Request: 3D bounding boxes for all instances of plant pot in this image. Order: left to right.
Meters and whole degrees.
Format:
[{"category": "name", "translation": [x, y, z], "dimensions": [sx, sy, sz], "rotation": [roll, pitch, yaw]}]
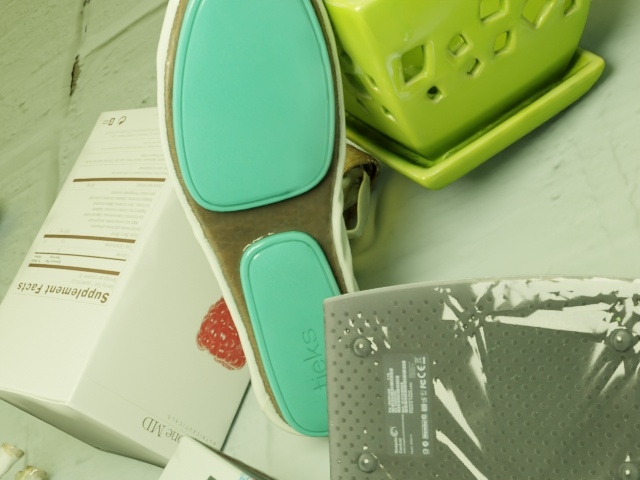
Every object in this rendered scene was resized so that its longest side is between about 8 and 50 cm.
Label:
[{"category": "plant pot", "translation": [0.088, -0.184, 0.900], "dimensions": [0.227, 0.207, 0.228], "rotation": [-34, 38, -14]}]

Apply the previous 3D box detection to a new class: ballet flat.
[{"category": "ballet flat", "translation": [-0.041, -0.037, 0.839], "dimensions": [0.139, 0.400, 0.139], "rotation": [-10, 22, 4]}, {"category": "ballet flat", "translation": [0.000, 0.000, 0.983], "dimensions": [0.067, 0.073, 0.206], "rotation": [10, 70, 31]}]

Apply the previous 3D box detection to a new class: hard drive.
[{"category": "hard drive", "translation": [0.121, 0.110, 0.735], "dimensions": [0.255, 0.054, 0.171], "rotation": [-6, 85, 33]}]

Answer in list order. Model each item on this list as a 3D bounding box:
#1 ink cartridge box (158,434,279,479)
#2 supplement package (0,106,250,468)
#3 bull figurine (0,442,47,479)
[{"category": "ink cartridge box", "translation": [-0.029, 0.223, 0.787], "dimensions": [0.175, 0.127, 0.072], "rotation": [19, 76, 49]}, {"category": "supplement package", "translation": [-0.156, 0.043, 1.004], "dimensions": [0.175, 0.177, 0.292], "rotation": [3, 63, 44]}, {"category": "bull figurine", "translation": [-0.354, 0.297, 1.054], "dimensions": [0.310, 0.101, 0.188], "rotation": [-2, 55, 39]}]
